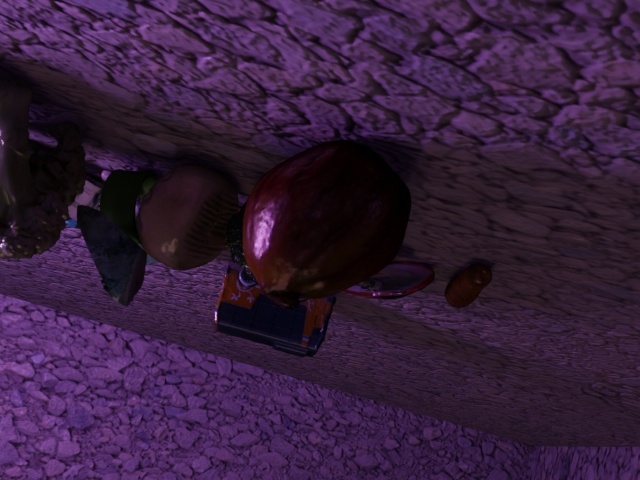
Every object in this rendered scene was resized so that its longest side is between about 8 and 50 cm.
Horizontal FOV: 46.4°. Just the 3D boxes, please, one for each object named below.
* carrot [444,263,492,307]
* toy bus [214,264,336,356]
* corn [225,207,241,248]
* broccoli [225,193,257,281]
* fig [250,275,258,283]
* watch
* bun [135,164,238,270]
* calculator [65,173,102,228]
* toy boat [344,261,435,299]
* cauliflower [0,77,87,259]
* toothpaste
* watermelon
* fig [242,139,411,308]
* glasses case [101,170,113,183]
[{"bbox_3d":[0.278,0.086,1.419,0.060,0.060,0.186,14,160,0],"label":"carrot"},{"bbox_3d":[-0.112,0.173,1.797,0.275,0.167,0.138,15,161,-4],"label":"toy bus"},{"bbox_3d":[-0.160,-0.023,1.400,0.238,0.080,0.080,-3,155,37],"label":"corn"},{"bbox_3d":[-0.058,-0.005,1.224,0.195,0.195,0.156,10,165,14],"label":"broccoli"},{"bbox_3d":[-0.072,0.049,1.519,0.154,0.103,0.109,3,-162,2],"label":"fig"},{"bbox_3d":[-0.324,-0.041,1.333,0.131,0.165,0.152,8,177,10],"label":"watch"},{"bbox_3d":[-0.228,-0.043,1.272,0.128,0.178,0.193,28,-178,20],"label":"bun"},{"bbox_3d":[-0.572,-0.101,1.514,0.248,0.058,0.274,20,160,-20],"label":"calculator"},{"bbox_3d":[0.107,0.057,1.405,0.219,0.072,0.318,2,166,4],"label":"toy boat"},{"bbox_3d":[-0.476,-0.108,1.156,0.281,0.327,0.260,-47,147,20],"label":"cauliflower"},{"bbox_3d":[-0.514,-0.122,1.368,0.282,0.068,0.099,31,151,-26],"label":"toothpaste"},{"bbox_3d":[-0.338,0.014,1.240,0.081,0.094,0.180,-24,116,0],"label":"watermelon"},{"bbox_3d":[0.007,-0.029,1.042,0.263,0.224,0.224,-26,-167,-40],"label":"fig"},{"bbox_3d":[-0.390,-0.110,1.407,0.032,0.021,0.083,12,162,3],"label":"glasses case"}]
